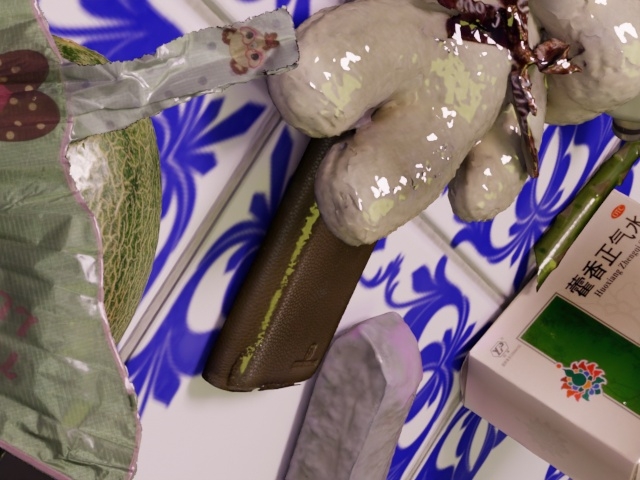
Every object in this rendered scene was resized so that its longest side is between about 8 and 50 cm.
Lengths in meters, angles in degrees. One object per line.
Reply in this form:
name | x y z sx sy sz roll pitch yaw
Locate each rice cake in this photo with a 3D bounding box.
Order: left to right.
rice cake | -0.002 0.228 1.213 0.070 0.064 0.399 -29 141 -54

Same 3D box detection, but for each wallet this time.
wallet | 0.000 0.000 1.022 0.110 0.031 0.198 2 116 -61

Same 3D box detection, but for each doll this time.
doll | 0.092 -0.102 0.944 0.278 0.149 0.175 -38 146 -35

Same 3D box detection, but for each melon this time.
melon | -0.140 0.007 0.671 0.139 0.139 0.192 10 109 -62

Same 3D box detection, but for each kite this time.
kite | -0.137 -0.049 0.594 0.268 0.013 0.323 -9 90 -13

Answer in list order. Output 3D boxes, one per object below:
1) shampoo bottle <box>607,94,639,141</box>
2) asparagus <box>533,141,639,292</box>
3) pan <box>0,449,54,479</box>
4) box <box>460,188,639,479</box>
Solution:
shampoo bottle | 0.237 -0.138 1.236 0.079 0.079 0.162 -42 149 -30
asparagus | 0.238 -0.047 1.386 0.236 0.027 0.034 -47 156 -24
pan | -0.155 0.106 0.866 0.136 0.028 0.235 -45 153 -27
box | 0.243 0.086 1.373 0.212 0.168 0.095 -46 154 -25
